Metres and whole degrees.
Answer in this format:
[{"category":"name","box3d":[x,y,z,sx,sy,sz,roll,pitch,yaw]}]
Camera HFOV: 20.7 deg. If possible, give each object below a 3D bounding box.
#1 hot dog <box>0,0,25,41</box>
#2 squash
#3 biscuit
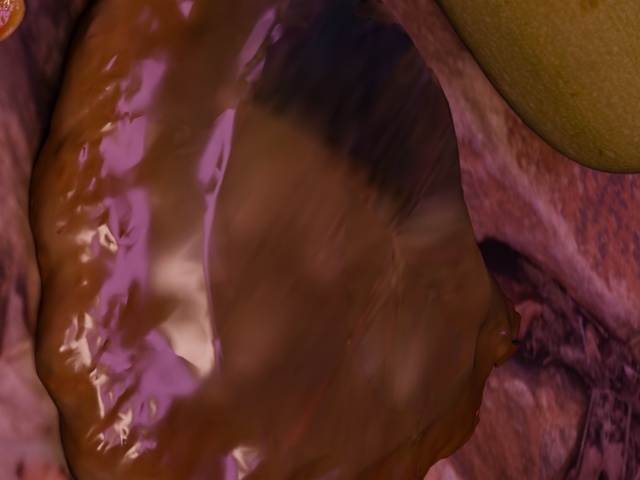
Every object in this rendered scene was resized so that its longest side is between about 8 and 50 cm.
[{"category":"hot dog","box3d":[-0.156,-0.146,0.718,0.044,0.028,0.137,-32,111,-22]},{"category":"squash","box3d":[0.152,-0.128,1.038,0.247,0.132,0.132,52,48,-37]},{"category":"biscuit","box3d":[0.000,0.000,0.863,0.335,0.078,0.329,9,83,-48]}]
